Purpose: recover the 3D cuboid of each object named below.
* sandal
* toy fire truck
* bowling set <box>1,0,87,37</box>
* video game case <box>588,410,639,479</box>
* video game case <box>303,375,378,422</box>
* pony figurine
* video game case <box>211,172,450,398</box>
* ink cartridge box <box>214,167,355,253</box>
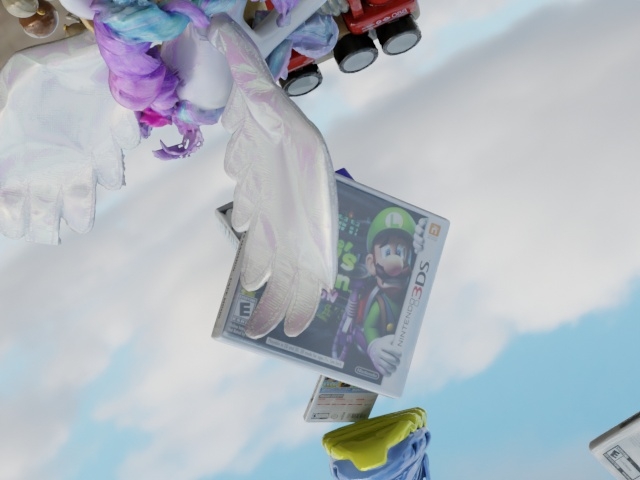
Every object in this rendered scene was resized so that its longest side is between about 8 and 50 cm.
[{"bbox_3d":[0.080,0.271,1.414,0.126,0.138,0.317,-15,169,7],"label":"sandal"},{"bbox_3d":[0.014,-0.290,1.496,0.217,0.158,0.246,-22,160,1],"label":"toy fire truck"},{"bbox_3d":[-0.332,-0.309,1.591,0.200,0.287,0.154,-52,-159,36],"label":"bowling set"},{"bbox_3d":[0.474,0.275,1.495,0.193,0.212,0.023,-39,-165,25],"label":"video game case"},{"bbox_3d":[0.036,0.175,1.479,0.087,0.122,0.011,4,-145,-25],"label":"video game case"},{"bbox_3d":[-0.094,-0.146,0.925,0.303,0.351,0.363,14,-144,15],"label":"pony figurine"},{"bbox_3d":[0.014,0.032,1.071,0.022,0.190,0.173,-3,-112,63],"label":"video game case"},{"bbox_3d":[0.000,0.000,1.600,0.208,0.206,0.045,-26,151,-21],"label":"ink cartridge box"}]
